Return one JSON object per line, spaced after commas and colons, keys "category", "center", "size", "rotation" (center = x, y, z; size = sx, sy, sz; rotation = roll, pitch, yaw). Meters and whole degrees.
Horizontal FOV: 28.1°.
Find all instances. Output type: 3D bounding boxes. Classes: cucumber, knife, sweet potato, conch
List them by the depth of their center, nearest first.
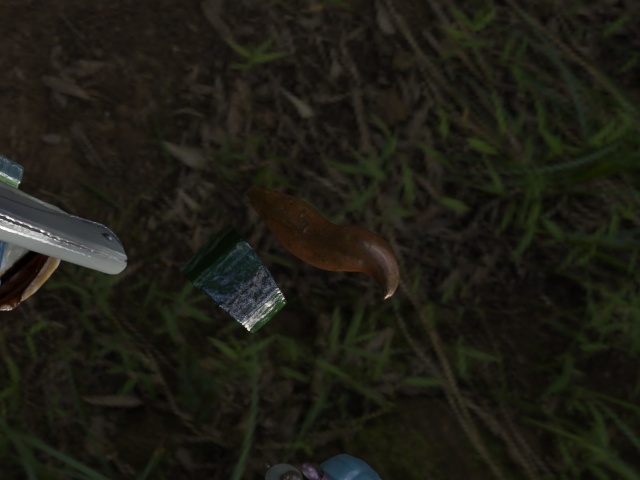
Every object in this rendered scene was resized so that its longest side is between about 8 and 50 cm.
{"category": "sweet potato", "center": [0.001, -0.002, 1.303], "size": [0.055, 0.202, 0.058], "rotation": [-55, 151, -15]}
{"category": "knife", "center": [-0.301, -0.020, 1.366], "size": [0.040, 0.073, 0.265], "rotation": [-38, 150, 16]}
{"category": "conch", "center": [-0.402, 0.025, 1.664], "size": [0.094, 0.176, 0.104], "rotation": [-42, 110, 16]}
{"category": "cucumber", "center": [-0.156, 0.069, 2.356], "size": [0.130, 0.191, 0.191], "rotation": [-45, 138, -2]}

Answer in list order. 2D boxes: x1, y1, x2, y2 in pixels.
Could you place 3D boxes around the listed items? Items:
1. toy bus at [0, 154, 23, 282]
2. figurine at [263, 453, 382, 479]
{"category": "toy bus", "center": [-0.521, -0.011, 1.559], "size": [0.152, 0.312, 0.190], "rotation": [30, 55, -42]}
{"category": "figurine", "center": [0.016, 0.335, 1.615], "size": [0.103, 0.205, 0.260], "rotation": [-35, 155, -17]}
